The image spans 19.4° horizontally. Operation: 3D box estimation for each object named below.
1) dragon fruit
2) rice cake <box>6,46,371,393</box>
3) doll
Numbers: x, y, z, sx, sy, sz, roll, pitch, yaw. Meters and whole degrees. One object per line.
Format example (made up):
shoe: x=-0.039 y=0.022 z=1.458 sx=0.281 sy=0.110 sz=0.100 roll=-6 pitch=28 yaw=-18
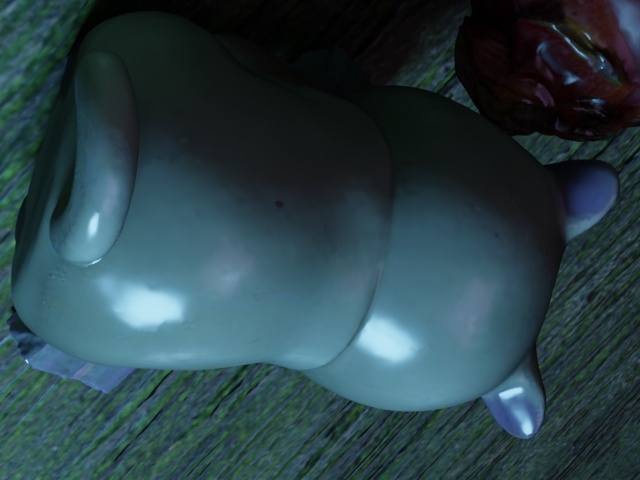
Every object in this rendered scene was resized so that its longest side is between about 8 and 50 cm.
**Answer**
dragon fruit: x=0.225 y=-0.197 z=1.233 sx=0.315 sy=0.250 sz=0.250 roll=-28 pitch=149 yaw=13
rice cake: x=-0.078 y=-0.010 z=1.296 sx=0.298 sy=0.050 sz=0.106 roll=-42 pitch=146 yaw=1
doll: x=-0.026 y=-0.009 z=1.149 sx=0.370 sy=0.226 sz=0.215 roll=11 pitch=99 yaw=-32
